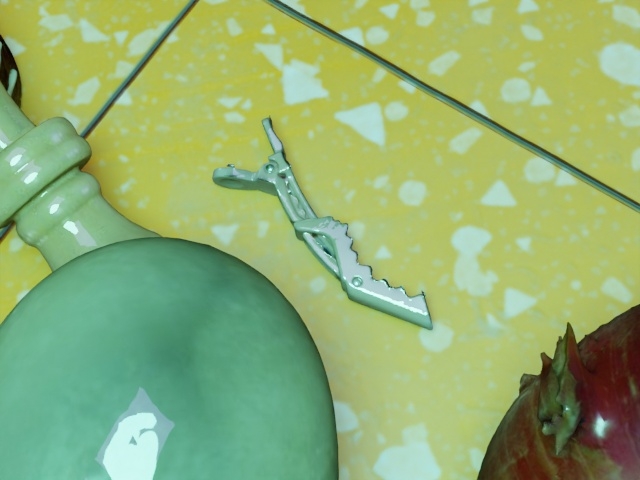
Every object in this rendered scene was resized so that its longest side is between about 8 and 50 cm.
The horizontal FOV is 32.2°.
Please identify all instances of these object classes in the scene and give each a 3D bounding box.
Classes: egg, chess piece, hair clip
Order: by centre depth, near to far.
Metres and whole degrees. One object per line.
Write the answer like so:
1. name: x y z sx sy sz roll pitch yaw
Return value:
1. egg: -0.118 0.172 0.701 0.259 0.258 0.352 9 86 5
2. chess piece: -0.219 -0.046 0.837 0.117 0.117 0.397 -41 96 -13
3. hair clip: 0.000 0.000 0.892 0.072 0.034 0.226 -38 74 -9

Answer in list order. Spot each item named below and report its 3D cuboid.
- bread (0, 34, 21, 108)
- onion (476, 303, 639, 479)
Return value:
1. bread: -0.333 -0.132 0.931 0.161 0.073 0.160 0 69 0
2. onion: 0.259 0.179 0.668 0.354 0.353 0.353 -1 69 1
